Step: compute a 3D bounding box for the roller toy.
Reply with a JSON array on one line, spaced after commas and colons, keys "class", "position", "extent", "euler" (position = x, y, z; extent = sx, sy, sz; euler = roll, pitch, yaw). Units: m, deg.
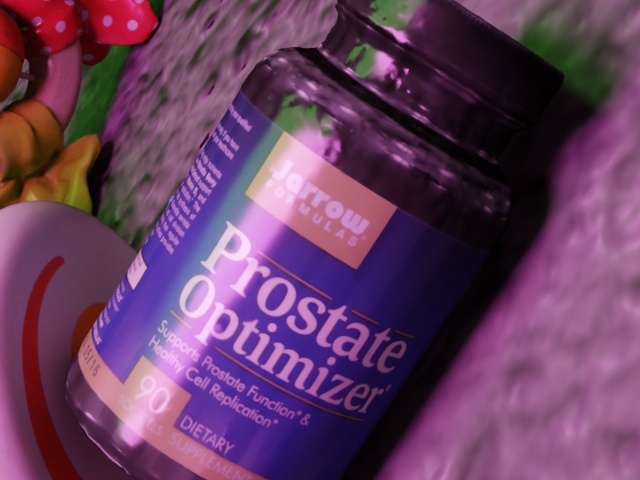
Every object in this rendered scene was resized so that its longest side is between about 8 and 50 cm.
[{"class": "roller toy", "position": [-0.156, 0.085, 0.689], "extent": [0.146, 0.191, 0.209], "euler": [-17, 57, 21]}]

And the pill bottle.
[{"class": "pill bottle", "position": [0.000, 0.000, 0.605], "extent": [0.219, 0.123, 0.123], "euler": [-58, 27, 10]}]

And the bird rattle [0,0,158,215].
[{"class": "bird rattle", "position": [-0.218, -0.129, 1.054], "extent": [0.143, 0.207, 0.253], "euler": [12, 85, 44]}]

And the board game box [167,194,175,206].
[{"class": "board game box", "position": [-0.047, 0.009, 0.789], "extent": [0.154, 0.026, 0.103], "euler": [-19, 49, 54]}]
